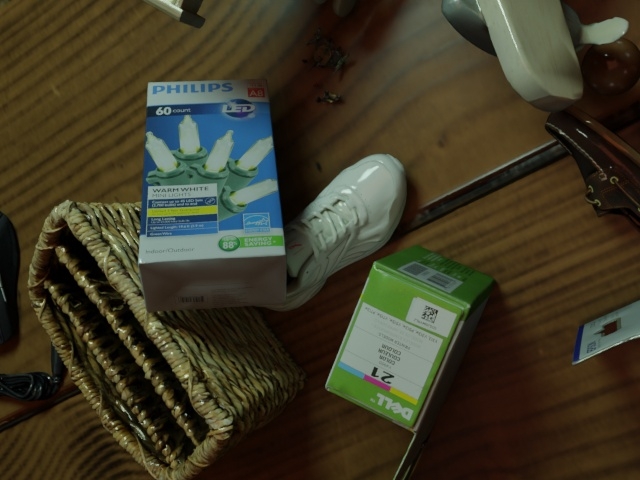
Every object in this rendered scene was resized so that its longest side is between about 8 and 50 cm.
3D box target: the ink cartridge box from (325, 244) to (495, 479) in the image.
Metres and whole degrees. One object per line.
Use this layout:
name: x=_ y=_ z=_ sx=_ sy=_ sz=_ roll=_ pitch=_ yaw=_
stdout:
ink cartridge box: x=0.073 y=0.145 z=0.802 sx=0.097 sy=0.189 sz=0.255 roll=25 pitch=102 yaw=16

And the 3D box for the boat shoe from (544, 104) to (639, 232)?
boat shoe: x=0.293 y=-0.049 z=0.772 sx=0.207 sy=0.073 sz=0.073 roll=42 pitch=104 yaw=13

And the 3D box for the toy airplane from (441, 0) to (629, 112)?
toy airplane: x=0.140 y=-0.339 z=0.705 sx=0.384 sy=0.272 sz=0.386 roll=34 pitch=72 yaw=2

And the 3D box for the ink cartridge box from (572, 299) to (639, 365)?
ink cartridge box: x=0.401 y=0.035 z=0.684 sx=0.371 sy=0.176 sz=0.069 roll=-26 pitch=85 yaw=20

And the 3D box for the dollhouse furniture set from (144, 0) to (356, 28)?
dollhouse furniture set: x=-0.089 y=-0.295 z=0.804 sx=0.212 sy=0.242 sz=0.161 roll=33 pitch=105 yaw=15

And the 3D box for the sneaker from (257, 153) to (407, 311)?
sneaker: x=0.000 y=0.000 z=0.858 sx=0.090 sy=0.115 sz=0.232 roll=47 pitch=107 yaw=11

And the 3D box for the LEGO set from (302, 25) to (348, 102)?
LEGO set: x=0.007 y=-0.196 z=0.897 sx=0.054 sy=0.023 sz=0.083 roll=17 pitch=112 yaw=20

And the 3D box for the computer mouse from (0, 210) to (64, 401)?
computer mouse: x=-0.416 y=0.090 z=1.044 sx=0.184 sy=0.060 sz=0.261 roll=7 pitch=96 yaw=20

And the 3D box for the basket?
basket: x=-0.203 y=0.121 z=0.884 sx=0.213 sy=0.223 sz=0.299 roll=-40 pitch=81 yaw=18

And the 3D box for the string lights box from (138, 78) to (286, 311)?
string lights box: x=-0.110 y=-0.054 z=0.817 sx=0.133 sy=0.076 sz=0.259 roll=-3 pitch=48 yaw=-6

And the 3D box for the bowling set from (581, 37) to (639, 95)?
bowling set: x=0.359 y=-0.161 z=0.724 sx=0.200 sy=0.154 sz=0.286 roll=22 pitch=104 yaw=41
